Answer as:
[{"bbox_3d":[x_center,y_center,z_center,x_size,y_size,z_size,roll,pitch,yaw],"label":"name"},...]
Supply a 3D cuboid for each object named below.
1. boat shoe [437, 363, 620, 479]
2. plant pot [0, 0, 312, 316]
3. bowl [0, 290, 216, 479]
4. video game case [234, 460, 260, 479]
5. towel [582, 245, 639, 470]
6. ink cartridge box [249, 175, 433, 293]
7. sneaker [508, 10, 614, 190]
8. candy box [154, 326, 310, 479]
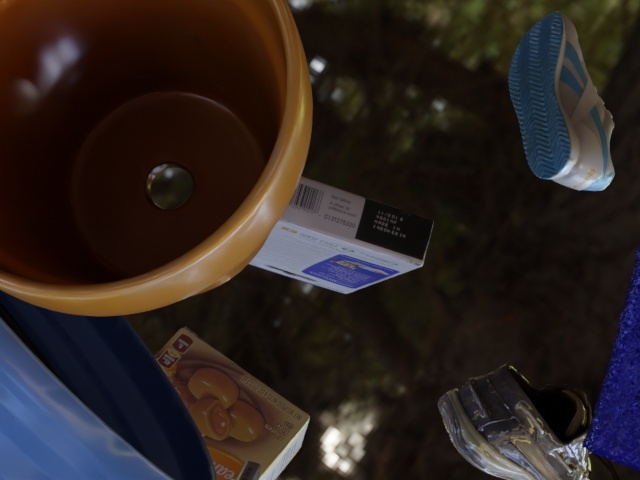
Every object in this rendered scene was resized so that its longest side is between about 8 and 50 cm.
[{"bbox_3d":[0.301,0.261,2.113,0.355,0.130,0.132,29,-152,-44],"label":"boat shoe"},{"bbox_3d":[-0.098,-0.051,0.856,0.205,0.205,0.188,40,175,15],"label":"plant pot"},{"bbox_3d":[-0.220,0.039,1.086,0.391,0.077,0.391,50,-179,-2],"label":"bowl"},{"bbox_3d":[-0.088,0.292,1.468,0.019,0.157,0.143,13,-169,6],"label":"video game case"},{"bbox_3d":[0.394,0.141,1.412,0.308,0.227,0.076,18,-157,20],"label":"towel"},{"bbox_3d":[0.000,0.000,1.962,0.176,0.069,0.371,18,168,-10],"label":"ink cartridge box"},{"bbox_3d":[0.277,-0.156,1.856,0.092,0.087,0.228,20,-126,-33],"label":"sneaker"},{"bbox_3d":[-0.177,0.265,1.770,0.183,0.087,0.316,33,-123,13],"label":"candy box"}]
